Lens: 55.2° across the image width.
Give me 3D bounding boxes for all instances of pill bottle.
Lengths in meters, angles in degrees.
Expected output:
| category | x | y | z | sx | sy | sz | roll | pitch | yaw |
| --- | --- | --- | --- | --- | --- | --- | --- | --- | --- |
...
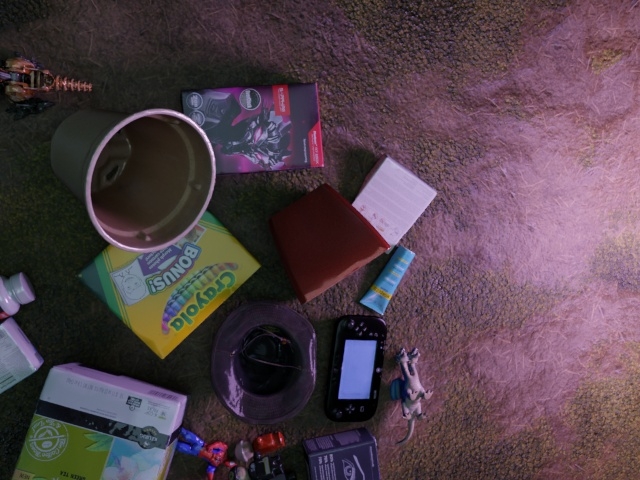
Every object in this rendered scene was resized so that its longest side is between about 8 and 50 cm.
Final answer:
| category | x | y | z | sx | sy | sz | roll | pitch | yaw |
| --- | --- | --- | --- | --- | --- | --- | --- | --- | --- |
| pill bottle | -0.836 | 0.153 | 1.551 | 0.193 | 0.108 | 0.108 | -23 | 99 | -8 |

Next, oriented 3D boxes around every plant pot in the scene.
| category | x | y | z | sx | sy | sz | roll | pitch | yaw |
| --- | --- | --- | --- | --- | --- | --- | --- | --- | --- |
| plant pot | 0.000 | 0.000 | 1.641 | 0.267 | 0.267 | 0.236 | -32 | 88 | -4 |
| plant pot | -0.477 | -0.178 | 1.461 | 0.333 | 0.305 | 0.334 | -27 | 129 | -39 |

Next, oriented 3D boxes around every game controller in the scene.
| category | x | y | z | sx | sy | sz | roll | pitch | yaw |
| --- | --- | --- | --- | --- | --- | --- | --- | --- | --- |
| game controller | 0.104 | 0.374 | 1.788 | 0.166 | 0.067 | 0.320 | 6 | 95 | -12 |

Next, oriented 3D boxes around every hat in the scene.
| category | x | y | z | sx | sy | sz | roll | pitch | yaw |
| --- | --- | --- | --- | --- | --- | --- | --- | --- | --- |
| hat | -0.168 | 0.335 | 1.695 | 0.331 | 0.134 | 0.332 | 4 | 78 | -21 |

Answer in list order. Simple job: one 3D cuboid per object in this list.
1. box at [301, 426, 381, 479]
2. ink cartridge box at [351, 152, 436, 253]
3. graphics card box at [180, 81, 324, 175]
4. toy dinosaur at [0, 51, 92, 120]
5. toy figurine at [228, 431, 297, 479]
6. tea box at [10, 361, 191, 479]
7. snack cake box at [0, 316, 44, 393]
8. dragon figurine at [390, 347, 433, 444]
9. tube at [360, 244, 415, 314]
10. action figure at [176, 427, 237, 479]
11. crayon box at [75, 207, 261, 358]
| category | x | y | z | sx | sy | sz | roll | pitch | yaw |
| --- | --- | --- | --- | --- | --- | --- | --- | --- | --- |
| box | 0.062 | 0.653 | 1.784 | 0.206 | 0.108 | 0.153 | -8 | 97 | -11 |
| ink cartridge box | 0.193 | -0.106 | 1.781 | 0.189 | 0.066 | 0.232 | 33 | 109 | -13 |
| graphics card box | -0.182 | -0.297 | 1.653 | 0.370 | 0.094 | 0.233 | -5 | 97 | -10 |
| toy dinosaur | -0.731 | -0.374 | 1.467 | 0.321 | 0.218 | 0.165 | 24 | 89 | -13 |
| toy figurine | -0.155 | 0.661 | 1.691 | 0.148 | 0.213 | 0.210 | -18 | 101 | 0 |
| tea box | -0.540 | 0.509 | 1.539 | 0.328 | 0.220 | 0.324 | 16 | 82 | -2 |
| snack cake box | -0.877 | 0.335 | 1.570 | 0.264 | 0.089 | 0.152 | -32 | 102 | -7 |
| dragon figurine | 0.261 | 0.458 | 1.818 | 0.085 | 0.144 | 0.289 | -2 | 115 | -13 |
| tube | 0.202 | 0.113 | 1.798 | 0.080 | 0.052 | 0.207 | 31 | 95 | -3 |
| action figure | -0.349 | 0.580 | 1.682 | 0.280 | 0.139 | 0.092 | 31 | 89 | -15 |
| crayon box | -0.398 | 0.074 | 1.635 | 0.363 | 0.106 | 0.313 | -44 | 102 | -5 |
